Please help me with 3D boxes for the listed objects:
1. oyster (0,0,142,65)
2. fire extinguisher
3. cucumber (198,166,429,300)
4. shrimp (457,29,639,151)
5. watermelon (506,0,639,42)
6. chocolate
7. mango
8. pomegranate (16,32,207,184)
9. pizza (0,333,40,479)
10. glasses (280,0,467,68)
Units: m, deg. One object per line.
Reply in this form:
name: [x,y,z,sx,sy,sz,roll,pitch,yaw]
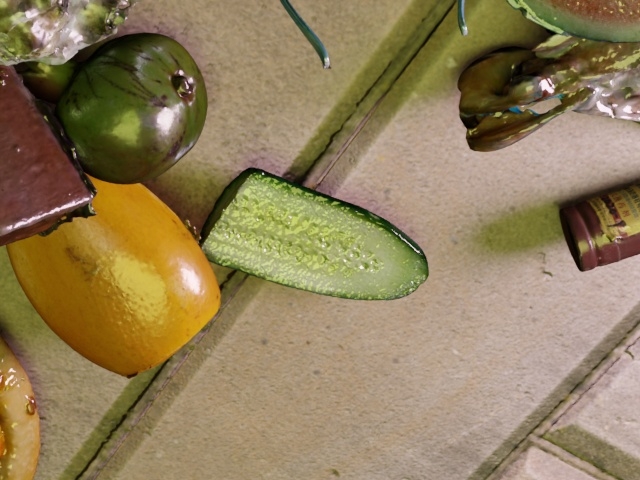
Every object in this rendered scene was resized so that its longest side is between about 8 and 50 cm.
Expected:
oyster: [-0.267,-0.238,0.864,0.268,0.112,0.198,-30,87,-30]
fire extinguisher: [0.393,-0.030,1.131,0.252,0.075,0.106,-18,148,4]
cucumber: [0.000,0.000,1.113,0.244,0.063,0.115,22,110,-16]
shrimp: [0.355,-0.171,1.029,0.446,0.110,0.221,-9,140,2]
watermelon: [0.227,-0.260,0.934,0.231,0.128,0.146,13,107,7]
chocolate: [-0.335,-0.128,0.907,0.112,0.112,0.321,-27,96,41]
mango: [-0.232,0.013,1.059,0.257,0.138,0.187,47,133,-10]
pomegranate: [-0.204,-0.139,0.979,0.191,0.152,0.131,27,123,4]
pizza: [-0.465,0.183,1.161,0.278,0.114,0.408,-12,118,-3]
glasses: [0.038,-0.243,0.913,0.190,0.220,0.088,-13,159,1]
